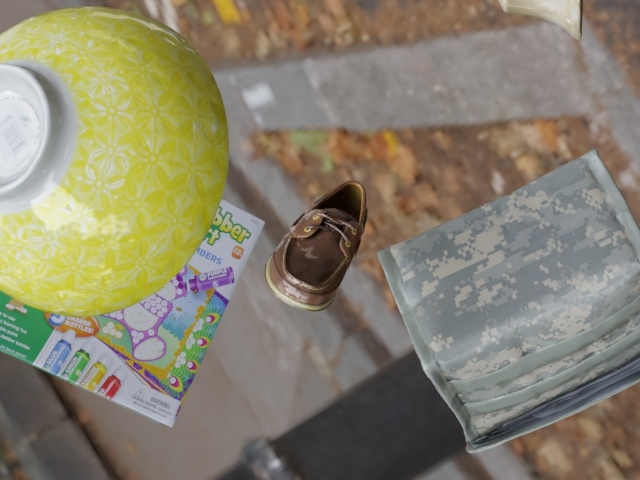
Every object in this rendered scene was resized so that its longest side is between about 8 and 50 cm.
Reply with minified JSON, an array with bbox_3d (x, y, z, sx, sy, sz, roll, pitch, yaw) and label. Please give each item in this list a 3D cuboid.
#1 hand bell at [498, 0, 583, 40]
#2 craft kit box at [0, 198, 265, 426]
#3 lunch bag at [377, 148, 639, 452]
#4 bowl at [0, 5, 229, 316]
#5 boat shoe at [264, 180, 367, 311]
[{"bbox_3d":[0.153,-0.271,1.727,0.126,0.242,0.126,0,-90,-80],"label":"hand bell"},{"bbox_3d":[-0.215,0.036,1.730,0.249,0.247,0.061,28,169,-27],"label":"craft kit box"},{"bbox_3d":[0.214,0.085,1.592,0.287,0.235,0.169,58,-171,-55],"label":"lunch bag"},{"bbox_3d":[-0.242,-0.081,1.451,0.289,0.289,0.156,52,-165,23],"label":"bowl"},{"bbox_3d":[0.000,0.000,1.370,0.064,0.178,0.060,27,117,2],"label":"boat shoe"}]
